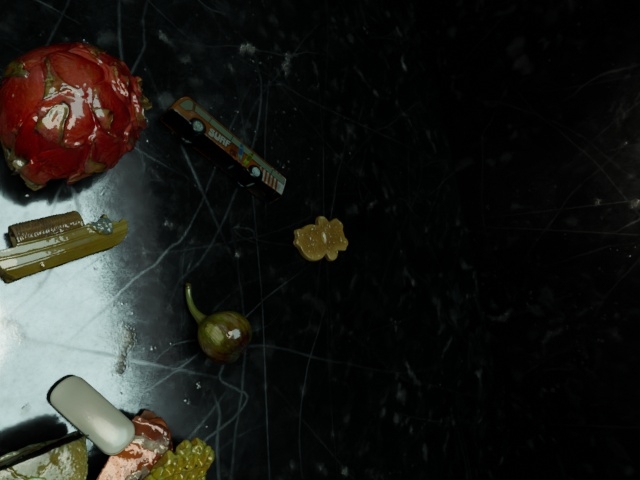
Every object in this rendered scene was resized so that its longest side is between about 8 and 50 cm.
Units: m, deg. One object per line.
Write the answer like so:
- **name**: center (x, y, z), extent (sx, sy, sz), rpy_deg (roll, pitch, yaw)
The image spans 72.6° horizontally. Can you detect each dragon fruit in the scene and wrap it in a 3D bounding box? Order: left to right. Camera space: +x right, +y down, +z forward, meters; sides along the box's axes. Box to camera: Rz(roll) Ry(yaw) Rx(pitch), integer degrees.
- **dragon fruit**: center (-0.544, -0.277, 0.957), extent (0.342, 0.277, 0.277), rpy_deg (-39, 108, -29)

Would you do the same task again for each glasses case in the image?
- **glasses case**: center (-0.502, 0.385, 0.963), extent (0.204, 0.051, 0.081), rpy_deg (42, 54, 3)

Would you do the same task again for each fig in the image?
- **fig**: center (-0.298, 0.220, 1.184), extent (0.245, 0.149, 0.149), rpy_deg (43, 53, 3)

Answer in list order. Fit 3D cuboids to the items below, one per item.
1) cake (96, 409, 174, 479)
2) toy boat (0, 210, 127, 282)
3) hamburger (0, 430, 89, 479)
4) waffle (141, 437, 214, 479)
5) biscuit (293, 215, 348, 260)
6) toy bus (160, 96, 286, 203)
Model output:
- **cake**: center (-0.441, 0.539, 0.984), extent (0.135, 0.098, 0.287), rpy_deg (37, 60, -9)
- **toy boat**: center (-0.592, -0.001, 0.974), extent (0.310, 0.089, 0.115), rpy_deg (-26, 96, -41)
- **hamburger**: center (-0.589, 0.499, 0.826), extent (0.288, 0.167, 0.192), rpy_deg (-12, 90, -41)
- **waffle**: center (-0.352, 0.572, 1.005), extent (0.249, 0.056, 0.253), rpy_deg (-41, 149, -30)
- **biscuit**: center (0.000, 0.000, 1.530), extent (0.225, 0.036, 0.166), rpy_deg (-21, 95, -39)
- **toy bus**: center (-0.278, -0.259, 1.300), extent (0.409, 0.093, 0.092), rpy_deg (39, 51, -30)
